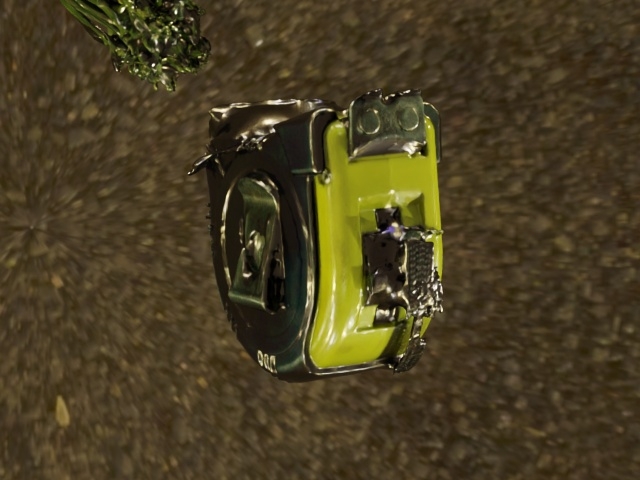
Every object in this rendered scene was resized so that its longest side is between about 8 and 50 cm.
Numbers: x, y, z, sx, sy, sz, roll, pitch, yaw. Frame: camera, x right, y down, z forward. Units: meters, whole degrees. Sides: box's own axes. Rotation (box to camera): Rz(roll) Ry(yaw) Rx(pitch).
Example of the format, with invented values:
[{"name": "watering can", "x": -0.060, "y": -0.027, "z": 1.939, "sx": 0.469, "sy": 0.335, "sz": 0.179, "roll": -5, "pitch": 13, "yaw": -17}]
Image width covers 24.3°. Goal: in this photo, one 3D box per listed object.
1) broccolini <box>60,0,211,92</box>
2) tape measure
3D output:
[{"name": "broccolini", "x": -0.141, "y": -0.143, "z": 0.627, "sx": 0.271, "sy": 0.123, "sz": 0.062, "roll": 38, "pitch": 71, "yaw": -39}, {"name": "tape measure", "x": 0.000, "y": 0.000, "z": 0.944, "sx": 0.112, "sy": 0.199, "sz": 0.186, "roll": -9, "pitch": 96, "yaw": -28}]
